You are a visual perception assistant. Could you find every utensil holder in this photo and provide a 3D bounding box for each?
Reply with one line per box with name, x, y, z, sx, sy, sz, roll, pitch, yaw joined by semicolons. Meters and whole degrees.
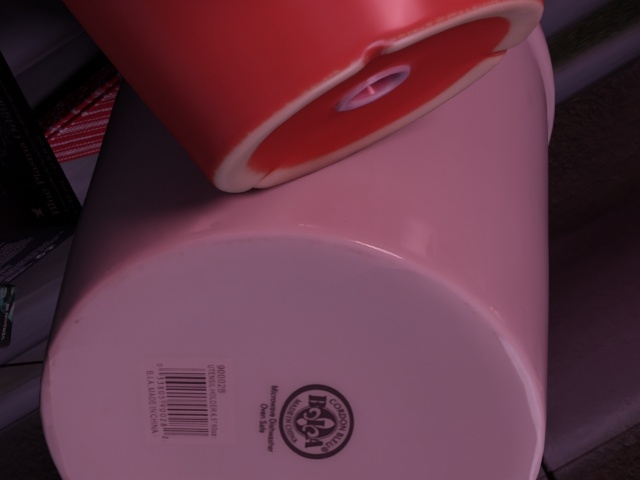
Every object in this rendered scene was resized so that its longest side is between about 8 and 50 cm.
utensil holder;0.000;0.000;1.206;0.327;0.327;0.385;-33;-152;25

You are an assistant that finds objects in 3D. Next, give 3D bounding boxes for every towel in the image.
towel;-0.132;-0.140;1.509;0.275;0.031;0.199;-32;173;36

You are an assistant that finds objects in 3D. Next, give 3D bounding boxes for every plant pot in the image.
plant pot;-0.025;-0.175;0.938;0.275;0.243;0.275;-27;171;-5

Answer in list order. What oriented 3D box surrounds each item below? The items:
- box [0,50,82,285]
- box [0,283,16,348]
box;-0.262;-0.049;1.206;0.093;0.156;0.158;-34;170;28
box;-0.390;0.041;1.268;0.232;0.058;0.322;8;-177;16
